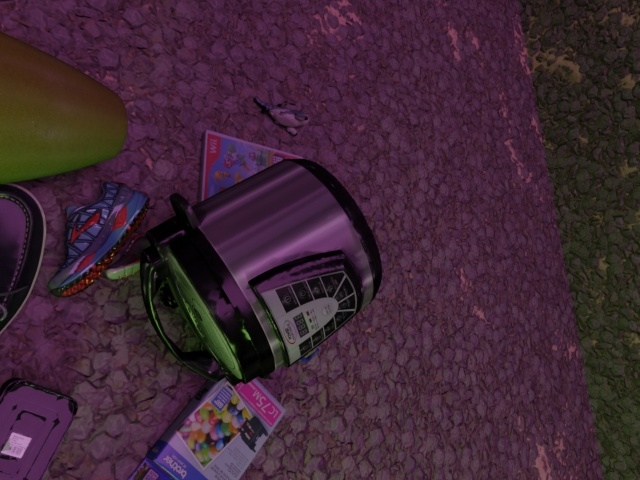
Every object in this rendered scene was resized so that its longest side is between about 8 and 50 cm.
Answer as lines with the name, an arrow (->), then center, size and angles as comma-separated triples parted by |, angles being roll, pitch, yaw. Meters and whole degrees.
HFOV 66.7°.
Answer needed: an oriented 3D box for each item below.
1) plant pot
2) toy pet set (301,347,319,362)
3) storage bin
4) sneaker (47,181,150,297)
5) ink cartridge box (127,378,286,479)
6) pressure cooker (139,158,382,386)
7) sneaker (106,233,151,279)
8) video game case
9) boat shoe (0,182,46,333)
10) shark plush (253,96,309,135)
plant pot -> -0.513, -0.225, 0.864 | 0.293, 0.274, 0.275 | -7, 84, -55
toy pet set -> -0.052, 0.244, 1.229 | 0.122, 0.065, 0.114 | -27, 62, -41
storage bin -> -0.516, 0.337, 0.826 | 0.122, 0.084, 0.180 | 34, 61, -27
sneaker -> -0.456, -0.009, 0.956 | 0.125, 0.104, 0.262 | 33, 57, -8
ink cartridge box -> -0.228, 0.430, 1.042 | 0.186, 0.065, 0.311 | 51, 57, -16
pressure cooker -> -0.134, 0.077, 0.980 | 0.420, 0.375, 0.370 | -30, 79, -21
sneaker -> -0.385, 0.025, 1.019 | 0.065, 0.061, 0.158 | 52, 46, 3
video game case -> -0.167, -0.147, 1.234 | 0.285, 0.025, 0.204 | 9, 75, -35
boat shoe -> -0.598, 0.117, 0.769 | 0.186, 0.156, 0.500 | 34, 60, -25
shark plush -> -0.107, -0.344, 1.324 | 0.161, 0.073, 0.067 | 10, 53, -14
